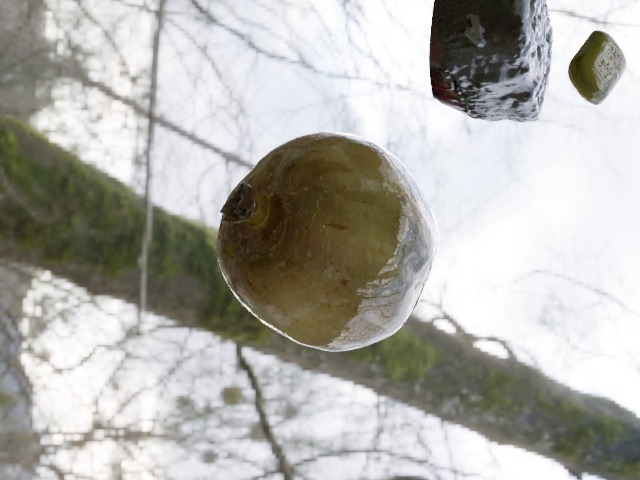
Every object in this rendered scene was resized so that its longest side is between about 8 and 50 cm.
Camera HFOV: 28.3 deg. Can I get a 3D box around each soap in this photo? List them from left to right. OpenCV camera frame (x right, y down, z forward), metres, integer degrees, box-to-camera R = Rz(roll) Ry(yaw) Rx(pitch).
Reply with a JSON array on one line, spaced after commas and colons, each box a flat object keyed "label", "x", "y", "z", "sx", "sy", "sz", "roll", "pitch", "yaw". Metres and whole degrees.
[{"label": "soap", "x": 0.438, "y": -0.274, "z": 1.996, "sx": 0.045, "sy": 0.089, "sz": 0.140, "roll": -18, "pitch": -155, "yaw": 48}]

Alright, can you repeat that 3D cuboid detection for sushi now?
[{"label": "sushi", "x": 0.187, "y": -0.212, "z": 1.373, "sx": 0.225, "sy": 0.126, "sz": 0.136, "roll": 70, "pitch": 30, "yaw": -68}]

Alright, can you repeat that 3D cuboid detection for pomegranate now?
[{"label": "pomegranate", "x": 0.000, "y": 0.000, "z": 1.726, "sx": 0.319, "sy": 0.319, "sz": 0.319, "roll": -178, "pitch": -90, "yaw": -72}]
